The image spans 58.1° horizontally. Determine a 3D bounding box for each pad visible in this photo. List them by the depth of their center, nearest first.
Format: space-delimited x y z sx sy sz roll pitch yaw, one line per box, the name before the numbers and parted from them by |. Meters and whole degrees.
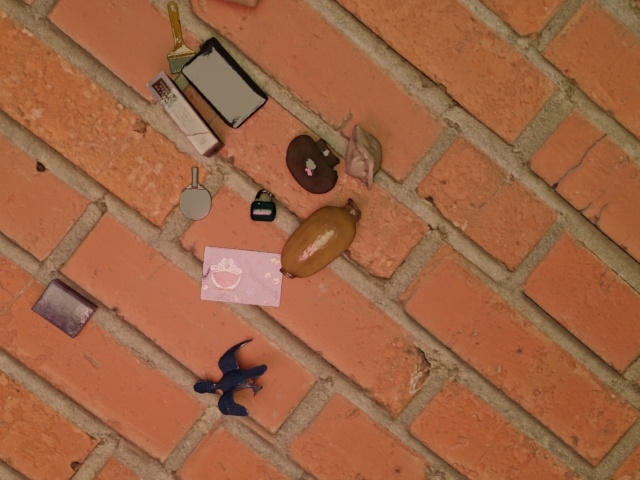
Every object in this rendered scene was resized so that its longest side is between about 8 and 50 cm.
pad | -0.237 0.109 1.752 0.245 0.006 0.170 6 94 -2

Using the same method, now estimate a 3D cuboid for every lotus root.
lotus root | -0.002 -0.002 1.686 0.303 0.131 0.146 -42 96 2

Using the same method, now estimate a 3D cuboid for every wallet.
wallet | -0.283 -0.456 1.678 0.149 0.044 0.250 -43 98 2

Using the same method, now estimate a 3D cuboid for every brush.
brush | -0.415 -0.594 1.680 0.083 0.011 0.205 -10 95 -2

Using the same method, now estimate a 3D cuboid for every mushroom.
mushroom | -0.024 -0.219 1.685 0.141 0.117 0.188 -36 100 13

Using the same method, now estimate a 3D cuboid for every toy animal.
toy animal | -0.257 0.420 1.706 0.176 0.239 0.255 13 140 -29

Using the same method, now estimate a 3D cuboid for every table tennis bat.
table tennis bat | -0.374 -0.138 1.720 0.095 0.014 0.158 1 97 -1

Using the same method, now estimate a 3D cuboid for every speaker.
speaker | -0.169 -0.103 1.707 0.075 0.060 0.095 2 95 -3

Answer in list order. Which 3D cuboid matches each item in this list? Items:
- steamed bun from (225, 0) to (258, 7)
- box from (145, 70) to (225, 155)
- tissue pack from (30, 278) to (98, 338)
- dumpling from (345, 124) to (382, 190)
steamed bun | -0.223 -0.790 1.597 0.199 0.155 0.250 16 97 -3
box | -0.377 -0.349 1.632 0.067 0.155 0.243 -38 94 3
tissue pack | -0.762 0.201 1.719 0.156 0.051 0.112 36 90 -4
dumpling | 0.123 -0.244 1.672 0.118 0.136 0.199 -17 85 7
